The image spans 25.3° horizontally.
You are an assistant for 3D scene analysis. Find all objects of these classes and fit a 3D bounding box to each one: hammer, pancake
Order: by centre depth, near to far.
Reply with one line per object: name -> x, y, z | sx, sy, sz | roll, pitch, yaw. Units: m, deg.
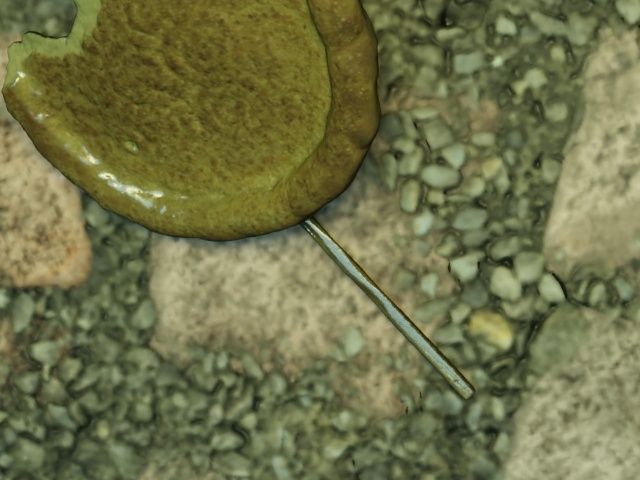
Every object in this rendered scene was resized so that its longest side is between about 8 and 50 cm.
pancake -> -0.094, -0.115, 0.863 | 0.288, 0.033, 0.286 | -18, 120, 39
hammer -> 0.000, 0.000, 0.952 | 0.058, 0.029, 0.292 | -43, 92, 13
